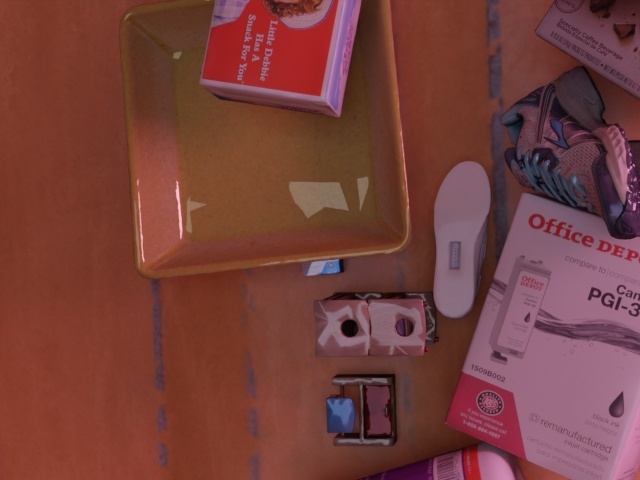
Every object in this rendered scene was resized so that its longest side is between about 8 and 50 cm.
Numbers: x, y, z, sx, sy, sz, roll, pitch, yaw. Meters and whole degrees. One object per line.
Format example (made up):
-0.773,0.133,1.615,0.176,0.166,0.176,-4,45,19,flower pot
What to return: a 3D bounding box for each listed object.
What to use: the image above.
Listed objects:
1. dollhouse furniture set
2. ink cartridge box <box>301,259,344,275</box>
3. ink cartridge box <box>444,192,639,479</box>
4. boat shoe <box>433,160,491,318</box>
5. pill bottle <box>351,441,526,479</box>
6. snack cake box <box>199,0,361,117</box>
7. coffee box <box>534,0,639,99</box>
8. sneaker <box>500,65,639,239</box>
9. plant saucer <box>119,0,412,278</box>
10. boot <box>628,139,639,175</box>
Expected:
0.070,0.156,1.377,0.128,0.129,0.184,-2,91,12,dollhouse furniture set
0.000,0.000,1.436,0.048,0.028,0.083,-5,92,12,ink cartridge box
0.286,0.107,1.314,0.207,0.117,0.283,20,97,28,ink cartridge box
0.169,0.001,1.383,0.066,0.063,0.184,-1,84,12,boat shoe
0.088,0.357,1.356,0.322,0.181,0.182,-19,89,12,pill bottle
-0.032,-0.283,1.324,0.152,0.089,0.265,10,87,11,snack cake box
0.400,-0.206,1.233,0.297,0.119,0.168,40,107,26,coffee box
0.270,-0.076,1.268,0.122,0.283,0.110,-22,121,9,sneaker
-0.063,-0.131,1.402,0.332,0.081,0.333,-6,84,12,plant saucer
0.418,-0.056,1.279,0.246,0.161,0.084,16,95,10,boot
